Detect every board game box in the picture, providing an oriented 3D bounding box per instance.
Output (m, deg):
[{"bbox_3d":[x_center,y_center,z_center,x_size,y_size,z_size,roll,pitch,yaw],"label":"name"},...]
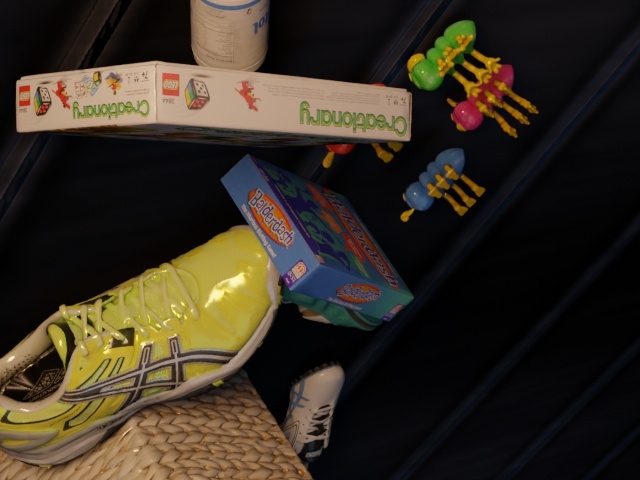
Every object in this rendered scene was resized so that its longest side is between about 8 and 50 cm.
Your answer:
[{"bbox_3d":[-0.090,-0.116,1.274,0.193,0.053,0.305,1,-179,45],"label":"board game box"},{"bbox_3d":[0.000,0.000,1.553,0.047,0.160,0.210,-42,151,16],"label":"board game box"}]

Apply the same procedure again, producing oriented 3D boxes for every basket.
[{"bbox_3d":[-0.219,0.342,1.752,0.331,0.266,0.328,-45,150,19],"label":"basket"}]

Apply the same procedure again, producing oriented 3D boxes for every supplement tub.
[{"bbox_3d":[-0.079,-0.202,1.249,0.071,0.071,0.107,-23,151,-18],"label":"supplement tub"}]

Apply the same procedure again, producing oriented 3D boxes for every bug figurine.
[{"bbox_3d":[0.119,-0.131,1.562,0.216,0.072,0.279,-45,146,9],"label":"bug figurine"}]

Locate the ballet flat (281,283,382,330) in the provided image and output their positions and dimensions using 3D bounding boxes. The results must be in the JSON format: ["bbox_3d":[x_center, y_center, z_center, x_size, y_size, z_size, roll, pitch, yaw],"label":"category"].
[{"bbox_3d":[-0.002,0.058,1.747,0.087,0.083,0.247,-15,157,18],"label":"ballet flat"}]

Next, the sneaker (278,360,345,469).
[{"bbox_3d":[-0.011,0.257,2.024,0.085,0.086,0.237,-12,144,-31],"label":"sneaker"}]

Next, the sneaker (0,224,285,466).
[{"bbox_3d":[-0.205,0.112,1.537,0.384,0.145,0.147,-36,152,2],"label":"sneaker"}]
